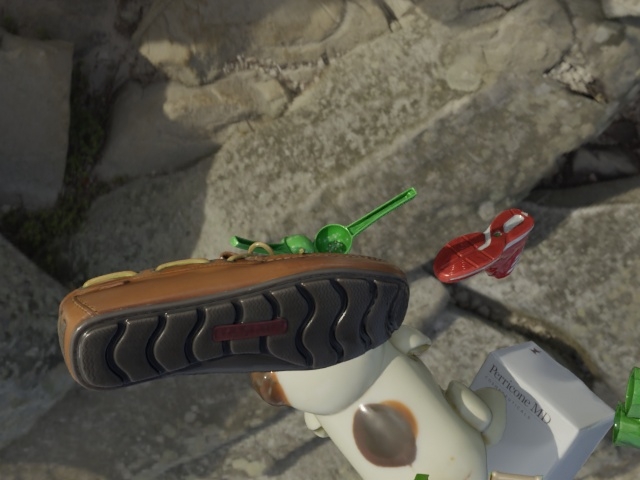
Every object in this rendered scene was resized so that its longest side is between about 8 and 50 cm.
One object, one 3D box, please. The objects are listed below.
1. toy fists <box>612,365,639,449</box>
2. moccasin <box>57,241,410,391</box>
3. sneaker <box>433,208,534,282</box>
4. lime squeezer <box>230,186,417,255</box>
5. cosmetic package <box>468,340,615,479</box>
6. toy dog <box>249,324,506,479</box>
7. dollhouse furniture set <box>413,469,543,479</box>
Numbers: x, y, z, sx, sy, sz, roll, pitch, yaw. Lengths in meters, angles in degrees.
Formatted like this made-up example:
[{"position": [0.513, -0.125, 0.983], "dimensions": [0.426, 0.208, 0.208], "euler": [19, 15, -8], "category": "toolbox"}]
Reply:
[{"position": [0.581, 0.283, 1.346], "dimensions": [0.142, 0.096, 0.279], "euler": [8, 149, 15], "category": "toy fists"}, {"position": [-0.085, 0.074, 0.873], "dimensions": [0.380, 0.147, 0.139], "euler": [-11, 118, -16], "category": "moccasin"}, {"position": [0.296, 0.044, 1.449], "dimensions": [0.221, 0.087, 0.128], "euler": [-27, 137, -20], "category": "sneaker"}, {"position": [0.000, 0.000, 1.152], "dimensions": [0.311, 0.058, 0.110], "euler": [-15, 167, -31], "category": "lime squeezer"}, {"position": [0.364, 0.453, 1.626], "dimensions": [0.162, 0.230, 0.453], "euler": [-4, 126, -43], "category": "cosmetic package"}, {"position": [0.072, 0.270, 1.331], "dimensions": [0.284, 0.395, 0.408], "euler": [-41, 100, 21], "category": "toy dog"}, {"position": [0.177, 0.304, 0.903], "dimensions": [0.152, 0.076, 0.058], "euler": [-3, 121, 31], "category": "dollhouse furniture set"}]
